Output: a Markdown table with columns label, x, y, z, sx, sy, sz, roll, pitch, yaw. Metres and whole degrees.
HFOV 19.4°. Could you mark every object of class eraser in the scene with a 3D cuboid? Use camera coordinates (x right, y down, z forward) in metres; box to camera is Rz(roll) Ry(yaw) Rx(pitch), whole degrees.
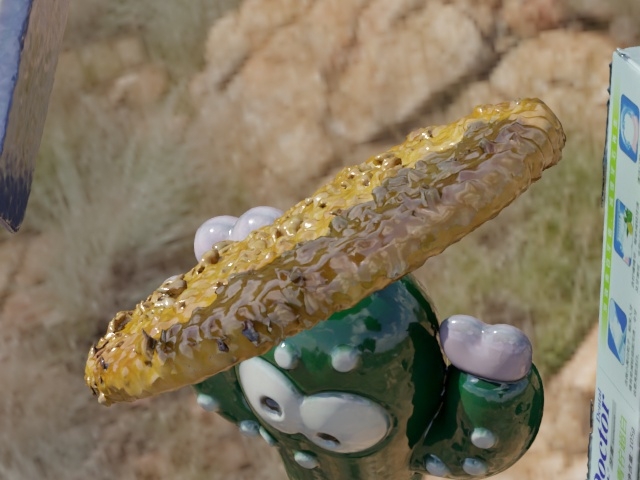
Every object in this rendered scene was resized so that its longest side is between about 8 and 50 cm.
| label | x | y | z | sx | sy | sz | roll | pitch | yaw |
| --- | --- | --- | --- | --- | --- | --- | --- | --- | --- |
| eraser | -0.116 | -0.119 | 0.727 | 0.036 | 0.082 | 0.225 | 10 | 80 | 1 |

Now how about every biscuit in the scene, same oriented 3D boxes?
| label | x | y | z | sx | sy | sz | roll | pitch | yaw |
| --- | --- | --- | --- | --- | --- | --- | --- | --- | --- |
| biscuit | 0.000 | 0.000 | 0.858 | 0.254 | 0.035 | 0.254 | -29 | 6 | 4 |

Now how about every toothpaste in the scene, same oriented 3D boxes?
| label | x | y | z | sx | sy | sz | roll | pitch | yaw |
| --- | --- | --- | --- | --- | --- | --- | --- | --- | --- |
| toothpaste | 0.219 | 0.045 | 1.192 | 0.067 | 0.336 | 0.081 | -6 | 24 | -10 |

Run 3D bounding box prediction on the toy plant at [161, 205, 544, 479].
| label | x | y | z | sx | sy | sz | roll | pitch | yaw |
| --- | --- | --- | --- | --- | --- | --- | --- | --- | --- |
| toy plant | 0.012 | 0.075 | 1.119 | 0.232 | 0.243 | 0.112 | 32 | 54 | -4 |
